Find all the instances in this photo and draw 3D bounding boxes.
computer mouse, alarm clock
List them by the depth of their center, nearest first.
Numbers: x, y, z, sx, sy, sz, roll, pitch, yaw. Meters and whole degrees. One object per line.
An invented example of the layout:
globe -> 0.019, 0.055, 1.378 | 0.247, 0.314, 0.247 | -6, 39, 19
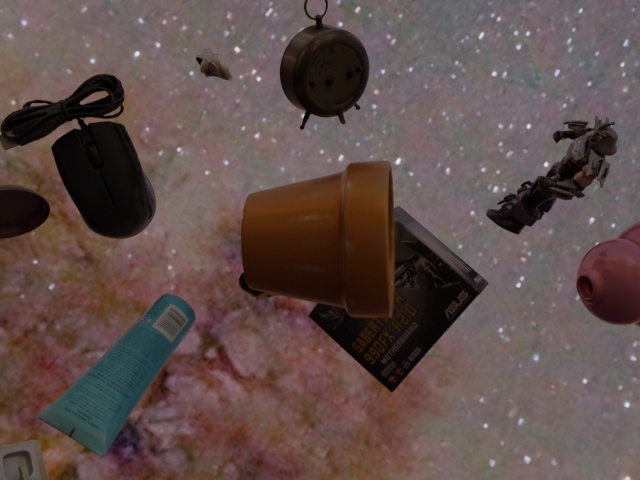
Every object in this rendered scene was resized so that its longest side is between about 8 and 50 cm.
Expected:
alarm clock -> 0.006, -0.262, 1.159 | 0.064, 0.129, 0.192 | 32, -41, 53
computer mouse -> -0.335, -0.096, 1.202 | 0.072, 0.189, 0.272 | -119, -174, -51

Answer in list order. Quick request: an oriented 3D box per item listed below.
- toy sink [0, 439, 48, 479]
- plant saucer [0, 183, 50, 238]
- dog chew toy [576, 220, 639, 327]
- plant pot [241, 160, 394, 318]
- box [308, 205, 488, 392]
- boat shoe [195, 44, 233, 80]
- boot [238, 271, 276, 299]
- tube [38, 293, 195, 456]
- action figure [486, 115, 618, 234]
toy sink -> -0.668, 0.510, 1.690 | 0.234, 0.153, 0.131 | -45, -121, 44
plant saucer -> -0.607, -0.059, 1.533 | 0.168, 0.169, 0.029 | 99, -27, -60
dog chew toy -> 0.538, 0.049, 1.231 | 0.207, 0.332, 0.206 | 174, -90, -68
plant pot -> 0.000, 0.000, 1.052 | 0.188, 0.205, 0.205 | -1, -36, 7
box -> 0.115, 0.091, 1.234 | 0.183, 0.056, 0.231 | 42, -63, 11
boat shoe -> -0.260, -0.422, 1.932 | 0.184, 0.063, 0.066 | 55, -8, 50
boot -> -0.011, 0.075, 1.569 | 0.295, 0.211, 0.104 | -8, -91, 51
tube -> -0.214, 0.142, 0.893 | 0.080, 0.207, 0.052 | 24, -47, 11
action figure -> 0.419, -0.116, 1.405 | 0.099, 0.185, 0.285 | 38, -39, 0
